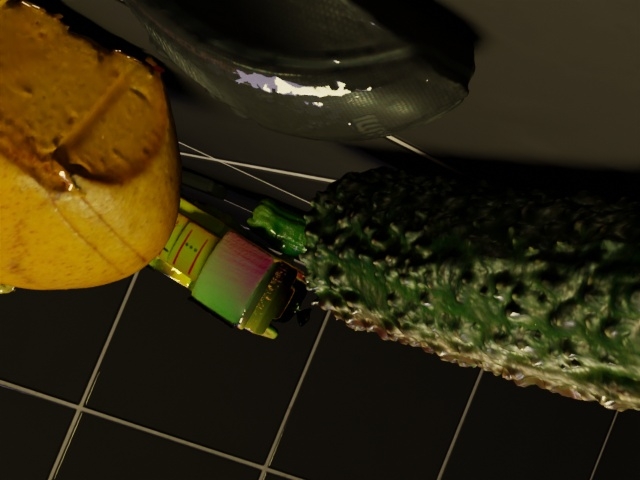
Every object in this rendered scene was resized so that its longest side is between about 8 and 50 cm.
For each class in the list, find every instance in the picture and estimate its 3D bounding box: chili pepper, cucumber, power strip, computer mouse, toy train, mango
[{"bbox_3d":[0.005,0.003,1.206,0.182,0.050,0.073,18,168,35],"label":"chili pepper"},{"bbox_3d":[0.102,0.017,0.502,0.096,0.096,0.359,24,174,-25],"label":"cucumber"},{"bbox_3d":[-0.151,-0.070,1.353,0.090,0.016,0.040,20,176,27],"label":"power strip"},{"bbox_3d":[-0.017,-0.060,0.360,0.135,0.047,0.079,23,176,23],"label":"computer mouse"},{"bbox_3d":[-0.142,0.006,1.298,0.296,0.101,0.160,31,180,26],"label":"toy train"},{"bbox_3d":[-0.164,-0.055,0.630,0.126,0.154,0.252,29,168,37],"label":"mango"}]

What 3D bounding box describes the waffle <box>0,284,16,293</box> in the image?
[{"bbox_3d":[-0.277,-0.057,0.858,0.197,0.193,0.070,19,172,35],"label":"waffle"}]
